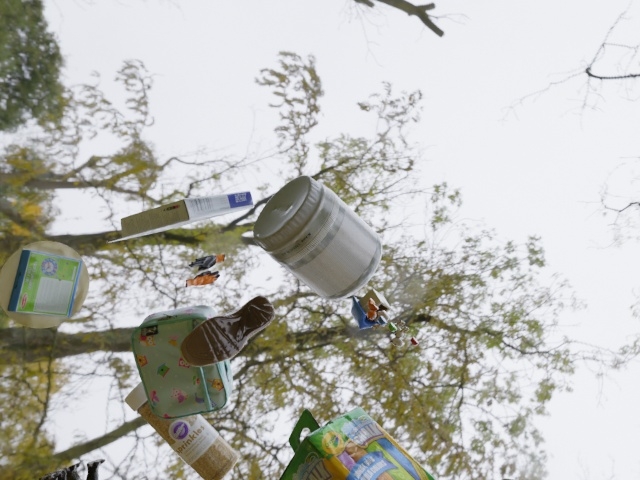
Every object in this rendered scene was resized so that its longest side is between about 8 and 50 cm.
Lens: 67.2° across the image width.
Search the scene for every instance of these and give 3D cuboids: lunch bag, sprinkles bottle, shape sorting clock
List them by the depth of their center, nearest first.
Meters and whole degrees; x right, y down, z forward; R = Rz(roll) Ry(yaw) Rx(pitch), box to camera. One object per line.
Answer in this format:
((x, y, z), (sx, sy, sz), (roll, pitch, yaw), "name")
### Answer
((-0.652, 0.104, 1.143), (0.040, 0.206, 0.206), (1, -84, 33), "shape sorting clock")
((-0.344, 0.306, 1.231), (0.224, 0.108, 0.278), (-10, -79, 6), "lunch bag")
((-0.396, 0.538, 1.388), (0.355, 0.121, 0.121), (45, -56, 0), "sprinkles bottle")

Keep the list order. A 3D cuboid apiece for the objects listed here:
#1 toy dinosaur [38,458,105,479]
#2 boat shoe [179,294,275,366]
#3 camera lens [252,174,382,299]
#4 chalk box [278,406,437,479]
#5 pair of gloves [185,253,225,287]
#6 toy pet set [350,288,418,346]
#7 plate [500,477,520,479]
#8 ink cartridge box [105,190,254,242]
((-0.429, 0.481, 0.848), (0.314, 0.121, 0.160), (-30, -110, 42), "toy dinosaur")
((-0.228, 0.226, 1.166), (0.089, 0.285, 0.104), (-31, -95, 39), "boat shoe")
((0.000, 0.000, 1.192), (0.219, 0.274, 0.219), (-36, -151, 24), "camera lens")
((0.041, 0.436, 0.861), (0.289, 0.179, 0.180), (36, -69, 29), "chalk box")
((-0.226, 0.060, 0.946), (0.010, 0.074, 0.083), (52, -43, 33), "pair of gloves")
((0.092, 0.141, 0.832), (0.065, 0.122, 0.114), (-43, -139, 11), "toy pet set")
((0.410, 0.601, 0.894), (0.045, 0.277, 0.278), (31, -28, -7), "plate")
((-0.425, -0.079, 1.468), (0.331, 0.324, 0.071), (-11, -84, 25), "ink cartridge box")
